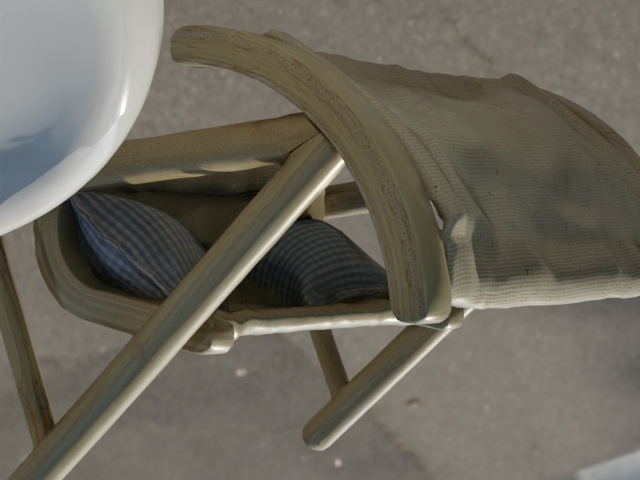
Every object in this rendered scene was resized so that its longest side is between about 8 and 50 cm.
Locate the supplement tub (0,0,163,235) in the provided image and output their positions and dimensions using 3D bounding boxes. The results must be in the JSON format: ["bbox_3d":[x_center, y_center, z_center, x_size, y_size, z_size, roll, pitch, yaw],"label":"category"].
[{"bbox_3d":[-0.120,-0.110,0.428,0.144,0.199,0.144,-5,134,-5],"label":"supplement tub"}]

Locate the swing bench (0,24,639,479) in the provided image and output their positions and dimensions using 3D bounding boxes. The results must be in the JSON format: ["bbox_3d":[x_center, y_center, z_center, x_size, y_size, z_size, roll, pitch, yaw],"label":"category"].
[{"bbox_3d":[0.000,0.000,0.719,0.255,0.165,0.253,-28,164,31],"label":"swing bench"}]
